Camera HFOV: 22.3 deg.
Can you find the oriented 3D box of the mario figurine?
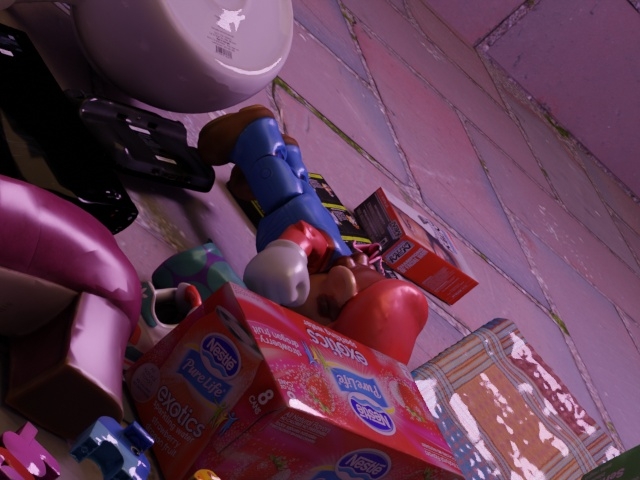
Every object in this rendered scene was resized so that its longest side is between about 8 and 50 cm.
[{"bbox_3d":[-0.033,0.031,1.531,0.198,0.170,0.321,2,45,-39],"label":"mario figurine"}]

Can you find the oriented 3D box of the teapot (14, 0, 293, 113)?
[{"bbox_3d":[-0.161,-0.230,1.659,0.256,0.187,0.252,57,39,-13],"label":"teapot"}]

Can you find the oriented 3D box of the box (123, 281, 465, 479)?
[{"bbox_3d":[-0.015,0.148,1.281,0.257,0.122,0.128,29,26,-49],"label":"box"}]

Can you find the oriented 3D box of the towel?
[{"bbox_3d":[0.199,0.224,1.659,0.271,0.040,0.370,51,30,8],"label":"towel"}]

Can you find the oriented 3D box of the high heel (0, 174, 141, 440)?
[{"bbox_3d":[-0.253,-0.029,1.069,0.377,0.127,0.181,54,19,-40],"label":"high heel"}]

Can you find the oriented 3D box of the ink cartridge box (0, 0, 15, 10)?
[{"bbox_3d":[-0.381,-0.369,1.504,0.207,0.117,0.283,11,40,-58],"label":"ink cartridge box"}]

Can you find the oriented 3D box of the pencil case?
[{"bbox_3d":[-0.077,0.073,1.394,0.152,0.064,0.070,53,-20,11],"label":"pencil case"}]

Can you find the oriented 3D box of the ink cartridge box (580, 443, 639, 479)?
[{"bbox_3d":[0.315,0.359,1.487,0.211,0.121,0.289,44,41,-12],"label":"ink cartridge box"}]

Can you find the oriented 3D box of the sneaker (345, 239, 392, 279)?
[{"bbox_3d":[0.049,0.028,1.687,0.119,0.057,0.047,20,32,-56],"label":"sneaker"}]

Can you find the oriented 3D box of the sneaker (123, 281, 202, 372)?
[{"bbox_3d":[-0.109,0.076,1.289,0.161,0.075,0.057,27,27,-50],"label":"sneaker"}]

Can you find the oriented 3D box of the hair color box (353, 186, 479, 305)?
[{"bbox_3d":[0.123,0.008,2.066,0.167,0.053,0.093,30,26,-44],"label":"hair color box"}]

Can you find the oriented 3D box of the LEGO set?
[{"bbox_3d":[-0.110,0.177,1.045,0.227,0.087,0.093,47,17,-10],"label":"LEGO set"}]

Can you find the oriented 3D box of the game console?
[{"bbox_3d":[-0.202,-0.089,1.484,0.213,0.044,0.361,57,19,20],"label":"game console"}]

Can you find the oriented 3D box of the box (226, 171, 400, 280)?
[{"bbox_3d":[0.000,0.000,1.792,0.184,0.045,0.190,51,17,17],"label":"box"}]
